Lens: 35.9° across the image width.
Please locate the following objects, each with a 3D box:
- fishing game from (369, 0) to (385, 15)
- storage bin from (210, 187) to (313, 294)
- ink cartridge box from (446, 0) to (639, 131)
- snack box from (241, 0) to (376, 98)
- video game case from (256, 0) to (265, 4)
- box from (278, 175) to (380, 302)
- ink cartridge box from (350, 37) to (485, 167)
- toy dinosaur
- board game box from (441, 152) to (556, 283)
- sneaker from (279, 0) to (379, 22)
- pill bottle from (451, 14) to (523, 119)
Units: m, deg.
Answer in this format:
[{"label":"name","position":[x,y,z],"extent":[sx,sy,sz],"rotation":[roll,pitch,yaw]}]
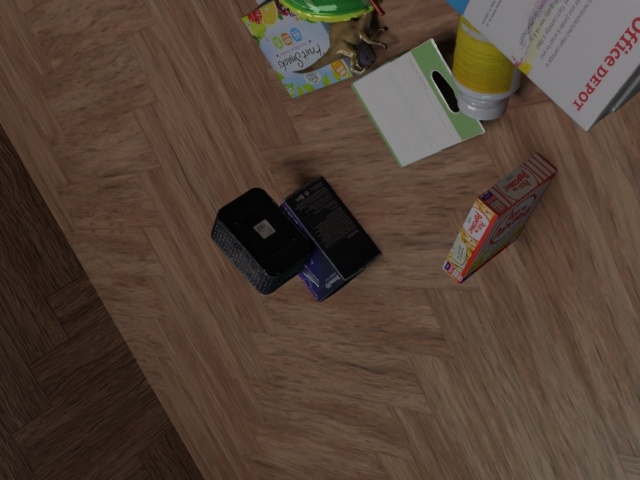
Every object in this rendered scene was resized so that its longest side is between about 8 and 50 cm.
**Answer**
[{"label":"fishing game","position":[0.129,-0.434,1.311],"extent":[0.264,0.041,0.189],"rotation":[-38,89,37]},{"label":"storage bin","position":[-0.116,0.000,1.950],"extent":[0.180,0.122,0.084],"rotation":[48,150,12]},{"label":"ink cartridge box","position":[0.310,-0.311,1.143],"extent":[0.270,0.197,0.198],"rotation":[47,150,14]},{"label":"snack box","position":[-0.023,-0.352,1.715],"extent":[0.207,0.070,0.174],"rotation":[-4,122,59]},{"label":"video game case","position":[-0.111,-0.509,1.740],"extent":[0.143,0.019,0.157],"rotation":[-12,110,59]},{"label":"box","position":[0.000,0.000,2.017],"extent":[0.207,0.108,0.153],"rotation":[52,150,5]},{"label":"ink cartridge box","position":[0.166,-0.225,1.593],"extent":[0.171,0.056,0.235],"rotation":[59,148,-8]},{"label":"toy dinosaur","position":[0.046,-0.314,1.611],"extent":[0.092,0.183,0.053],"rotation":[44,-174,-3]},{"label":"board game box","position":[0.275,-0.032,1.538],"extent":[0.045,0.147,0.193],"rotation":[44,150,18]},{"label":"sneaker","position":[-0.036,-0.423,1.433],"extent":[0.295,0.109,0.123],"rotation":[42,150,19]},{"label":"pill bottle","position":[0.240,-0.263,1.393],"extent":[0.103,0.103,0.184],"rotation":[37,146,29]}]
